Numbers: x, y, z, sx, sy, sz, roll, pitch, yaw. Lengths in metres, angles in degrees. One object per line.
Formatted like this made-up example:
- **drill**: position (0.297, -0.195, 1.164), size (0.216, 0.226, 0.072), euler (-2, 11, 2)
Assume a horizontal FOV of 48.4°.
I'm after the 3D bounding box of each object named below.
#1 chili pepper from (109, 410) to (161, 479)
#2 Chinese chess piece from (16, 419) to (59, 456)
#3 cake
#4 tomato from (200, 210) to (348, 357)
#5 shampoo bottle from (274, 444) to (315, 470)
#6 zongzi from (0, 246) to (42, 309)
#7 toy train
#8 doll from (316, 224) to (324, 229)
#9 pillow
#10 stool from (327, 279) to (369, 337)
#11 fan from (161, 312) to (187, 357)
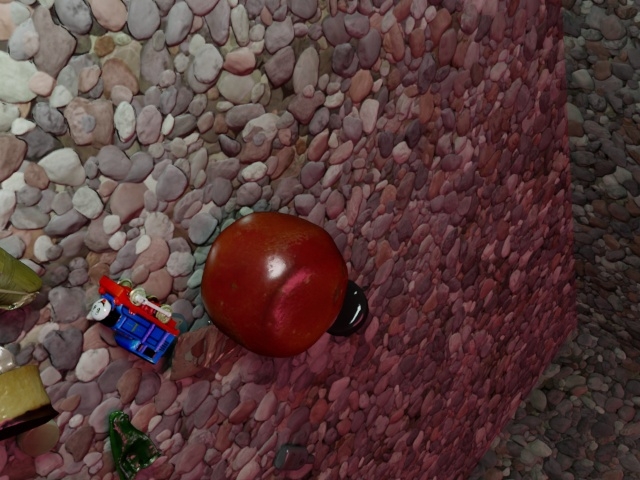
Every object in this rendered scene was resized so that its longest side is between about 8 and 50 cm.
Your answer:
- **chili pepper**: position (-0.439, 0.473, 1.643), size (0.108, 0.062, 0.216), euler (-38, 136, -39)
- **Chinese chess piece**: position (-0.578, 0.400, 1.457), size (0.084, 0.034, 0.084), euler (-24, 127, -37)
- **cake**: position (-0.593, 0.267, 1.273), size (0.185, 0.178, 0.208), euler (-26, 165, 16)
- **tomato**: position (-0.107, 0.097, 1.637), size (0.290, 0.293, 0.325), euler (1, 119, -62)
- **shampoo bottle**: position (-0.074, 0.674, 2.201), size (0.165, 0.040, 0.080), euler (27, 88, -52)
- **zongzi**: position (-0.599, 0.100, 1.210), size (0.204, 0.094, 0.205), euler (-51, 141, -10)
- **toy train**: position (-0.392, 0.166, 1.493), size (0.131, 0.083, 0.204), euler (-55, 140, -11)
- **doll**: position (0.008, -0.001, 1.896), size (0.093, 0.051, 0.061), euler (77, 24, -44)
- **pillow**: position (-0.268, 0.249, 1.722), size (0.248, 0.049, 0.135), euler (-15, 123, -49)
- **stool**: position (0.034, 0.195, 1.987), size (0.139, 0.228, 0.153), euler (61, 18, -69)
- **fan**: position (-0.372, 0.217, 1.613), size (0.175, 0.005, 0.113), euler (4, 106, -51)
